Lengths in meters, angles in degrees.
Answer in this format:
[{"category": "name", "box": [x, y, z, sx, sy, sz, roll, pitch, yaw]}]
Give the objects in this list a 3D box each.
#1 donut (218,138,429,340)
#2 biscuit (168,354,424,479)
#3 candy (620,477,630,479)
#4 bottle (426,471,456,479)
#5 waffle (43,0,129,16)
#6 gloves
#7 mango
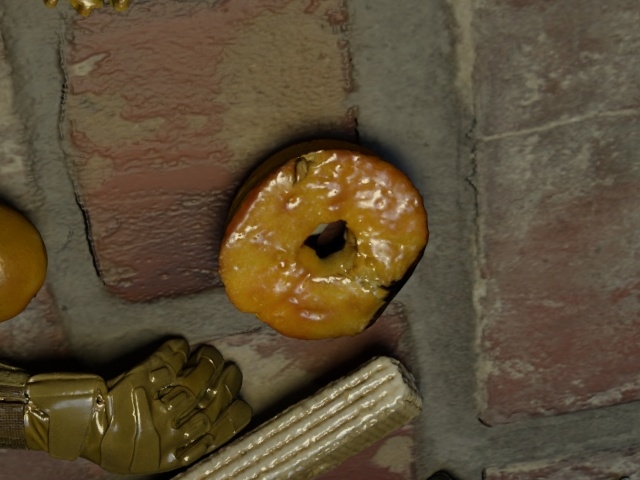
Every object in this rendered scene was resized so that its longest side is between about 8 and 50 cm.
[{"category": "donut", "box": [0.001, -0.002, 1.670, 0.253, 0.118, 0.253, -5, 114, -12]}, {"category": "biscuit", "box": [-0.066, 0.282, 1.779, 0.426, 0.078, 0.144, -32, 161, 5]}, {"category": "candy", "box": [0.378, 0.402, 1.979, 0.043, 0.045, 0.175, 38, 107, 10]}, {"category": "bottle", "box": [0.229, 0.406, 1.931, 0.244, 0.072, 0.082, 38, 114, -24]}, {"category": "waffle", "box": [-0.227, -0.360, 1.489, 0.253, 0.056, 0.249, -17, 117, -2]}, {"category": "gloves", "box": [-0.240, 0.204, 1.701, 0.331, 0.141, 0.154, 3, 113, -13]}, {"category": "mango", "box": [-0.417, 0.027, 1.596, 0.221, 0.120, 0.151, -3, 112, -3]}]
